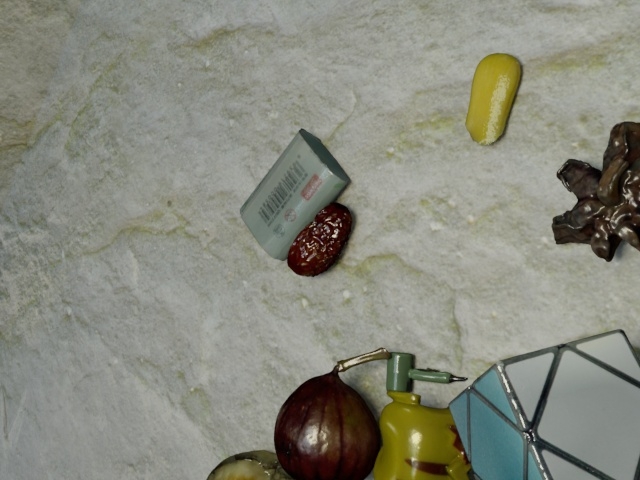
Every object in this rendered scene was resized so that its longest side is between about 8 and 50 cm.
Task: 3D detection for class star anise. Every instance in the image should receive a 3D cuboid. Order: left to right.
[{"bbox_3d":[0.438,-0.081,1.058,0.214,0.098,0.220,27,98,53],"label":"star anise"}]

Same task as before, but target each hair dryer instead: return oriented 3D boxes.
[{"bbox_3d":[0.187,0.238,1.258,0.150,0.047,0.071,1,85,29],"label":"hair dryer"}]

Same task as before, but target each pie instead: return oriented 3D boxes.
[{"bbox_3d":[-0.121,0.581,1.417,0.339,0.077,0.339,-7,78,35],"label":"pie"}]

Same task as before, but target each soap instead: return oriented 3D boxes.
[{"bbox_3d":[0.299,-0.249,1.262,0.089,0.033,0.169,18,93,43],"label":"soap"}]

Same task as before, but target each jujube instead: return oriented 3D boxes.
[{"bbox_3d":[0.003,0.003,1.417,0.166,0.104,0.104,-52,53,17],"label":"jujube"}]

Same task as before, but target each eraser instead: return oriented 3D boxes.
[{"bbox_3d":[-0.059,-0.096,1.501,0.227,0.081,0.174,-51,50,21],"label":"eraser"}]

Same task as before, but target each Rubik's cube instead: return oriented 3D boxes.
[{"bbox_3d":[0.326,0.264,0.974,0.205,0.207,0.205,108,148,-60],"label":"Rubik's cube"}]

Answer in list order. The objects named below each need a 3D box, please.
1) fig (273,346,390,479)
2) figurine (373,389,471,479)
[{"bbox_3d":[0.008,0.310,1.283,0.203,0.186,0.250,8,98,58],"label":"fig"},{"bbox_3d":[0.173,0.411,1.153,0.169,0.218,0.327,-136,56,-80],"label":"figurine"}]
